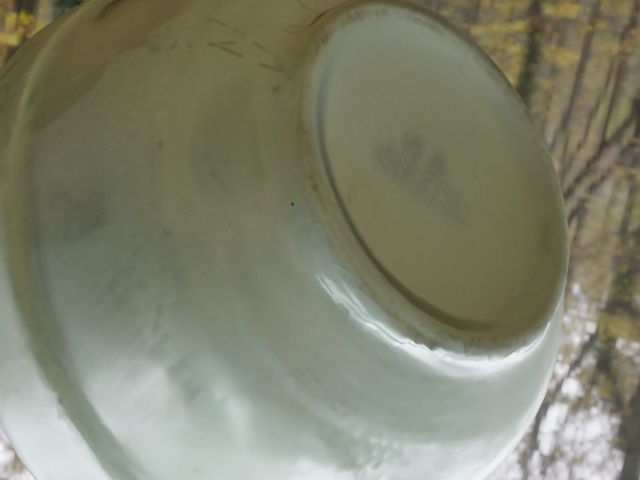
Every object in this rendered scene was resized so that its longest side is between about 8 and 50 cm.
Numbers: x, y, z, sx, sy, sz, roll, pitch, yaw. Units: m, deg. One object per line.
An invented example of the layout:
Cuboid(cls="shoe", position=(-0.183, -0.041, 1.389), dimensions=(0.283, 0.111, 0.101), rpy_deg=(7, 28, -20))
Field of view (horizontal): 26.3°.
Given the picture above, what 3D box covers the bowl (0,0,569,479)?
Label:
Cuboid(cls="bowl", position=(0.000, 0.000, 0.630), dimensions=(0.307, 0.307, 0.163), rpy_deg=(-4, 164, -46))
